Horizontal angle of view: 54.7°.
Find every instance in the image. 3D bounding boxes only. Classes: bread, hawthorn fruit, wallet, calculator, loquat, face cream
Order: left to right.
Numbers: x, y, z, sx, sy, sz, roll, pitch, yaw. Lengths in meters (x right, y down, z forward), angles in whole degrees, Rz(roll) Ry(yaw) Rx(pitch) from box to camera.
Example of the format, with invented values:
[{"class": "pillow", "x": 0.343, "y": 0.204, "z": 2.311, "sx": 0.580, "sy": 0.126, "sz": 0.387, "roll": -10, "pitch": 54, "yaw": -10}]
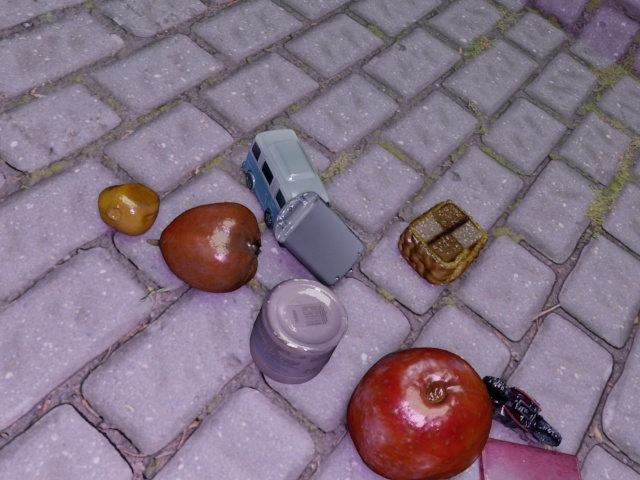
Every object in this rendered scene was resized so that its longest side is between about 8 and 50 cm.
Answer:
[{"class": "loquat", "x": -0.421, "y": -0.076, "z": 1.373, "sx": 0.137, "sy": 0.113, "sz": 0.137, "roll": 11, "pitch": 29, "yaw": -6}, {"class": "hawthorn fruit", "x": -0.252, "y": 0.008, "z": 1.330, "sx": 0.251, "sy": 0.199, "sz": 0.200, "roll": 7, "pitch": 51, "yaw": 3}, {"class": "face cream", "x": -0.048, "y": 0.186, "z": 1.276, "sx": 0.177, "sy": 0.153, "sz": 0.177, "roll": 10, "pitch": 52, "yaw": -13}, {"class": "calculator", "x": 0.000, "y": 0.000, "z": 1.410, "sx": 0.141, "sy": 0.045, "sz": 0.246, "roll": -49, "pitch": 120, "yaw": -6}, {"class": "hawthorn fruit", "x": 0.192, "y": 0.336, "z": 1.189, "sx": 0.284, "sy": 0.284, "sz": 0.284, "roll": 10, "pitch": 52, "yaw": -12}, {"class": "bread", "x": 0.315, "y": 0.005, "z": 1.578, "sx": 0.181, "sy": 0.096, "sz": 0.222, "roll": 45, "pitch": 51, "yaw": 16}, {"class": "wallet", "x": 0.442, "y": 0.489, "z": 1.300, "sx": 0.232, "sy": 0.025, "sz": 0.119, "roll": 14, "pitch": 51, "yaw": -9}]

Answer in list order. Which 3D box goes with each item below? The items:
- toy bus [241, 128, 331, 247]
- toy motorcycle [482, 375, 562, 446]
[{"class": "toy bus", "x": -0.078, "y": -0.134, "z": 1.499, "sx": 0.133, "sy": 0.165, "sz": 0.271, "roll": -12, "pitch": 59, "yaw": -27}, {"class": "toy motorcycle", "x": 0.418, "y": 0.371, "z": 1.339, "sx": 0.213, "sy": 0.122, "sz": 0.082, "roll": 42, "pitch": 75, "yaw": -2}]
